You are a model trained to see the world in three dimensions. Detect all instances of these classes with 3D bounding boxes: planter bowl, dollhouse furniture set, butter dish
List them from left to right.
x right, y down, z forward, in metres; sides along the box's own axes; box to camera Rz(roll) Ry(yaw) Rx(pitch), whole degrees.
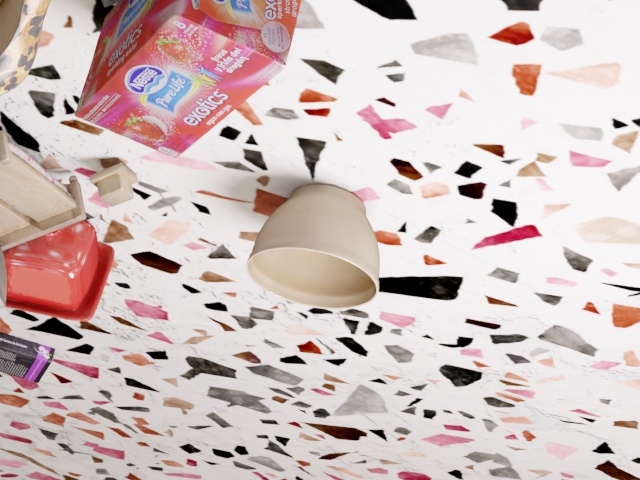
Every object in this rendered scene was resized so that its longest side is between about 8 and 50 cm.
[{"bbox_3d":[-0.452,-0.120,1.907,0.355,0.174,0.303,-20,154,12],"label":"dollhouse furniture set"},{"bbox_3d":[-0.359,0.012,2.088,0.160,0.160,0.118,11,131,1],"label":"butter dish"},{"bbox_3d":[0.000,0.000,1.918,0.162,0.109,0.162,10,155,5],"label":"planter bowl"}]

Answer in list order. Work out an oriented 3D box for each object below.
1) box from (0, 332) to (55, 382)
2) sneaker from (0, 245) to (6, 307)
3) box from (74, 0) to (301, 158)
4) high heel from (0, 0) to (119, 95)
[{"bbox_3d":[-0.527,0.184,2.608,0.162,0.029,0.116,18,153,-15],"label":"box"},{"bbox_3d":[-0.460,0.017,1.907,0.118,0.083,0.222,-11,146,6],"label":"sneaker"},{"bbox_3d":[-0.130,-0.196,1.557,0.122,0.128,0.257,23,152,-22],"label":"box"},{"bbox_3d":[-0.314,-0.233,1.494,0.261,0.093,0.186,-35,153,-4],"label":"high heel"}]
